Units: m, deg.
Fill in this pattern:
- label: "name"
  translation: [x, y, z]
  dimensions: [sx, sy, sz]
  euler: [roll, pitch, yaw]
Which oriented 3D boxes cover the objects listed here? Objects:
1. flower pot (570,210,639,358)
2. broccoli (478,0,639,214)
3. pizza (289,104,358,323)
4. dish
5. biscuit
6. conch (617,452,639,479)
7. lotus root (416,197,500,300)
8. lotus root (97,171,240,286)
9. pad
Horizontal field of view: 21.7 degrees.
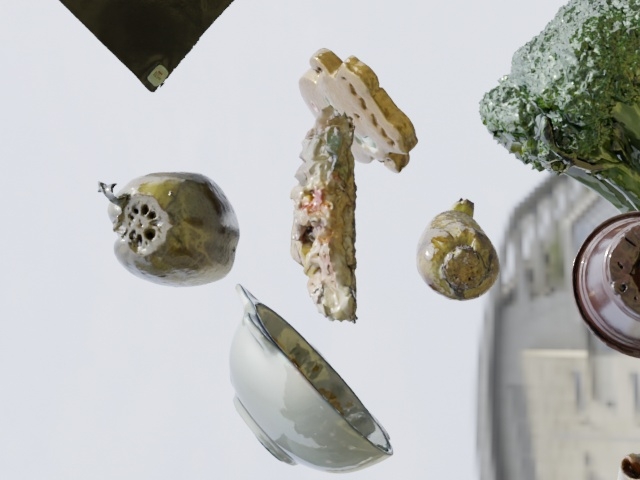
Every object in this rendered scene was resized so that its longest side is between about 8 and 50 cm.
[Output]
- label: "flower pot"
  translation: [0.237, 0.026, 1.190]
  dimensions: [0.089, 0.111, 0.111]
  euler: [77, -163, -81]
- label: "broccoli"
  translation: [0.326, -0.125, 1.657]
  dimensions: [0.283, 0.304, 0.321]
  euler: [68, -167, 5]
- label: "pizza"
  translation: [0.000, 0.000, 1.396]
  dimensions: [0.195, 0.052, 0.185]
  euler: [-100, 15, -48]
- label: "dish"
  translation: [-0.030, 0.158, 1.656]
  dimensions: [0.236, 0.086, 0.228]
  euler: [46, -175, -20]
- label: "biscuit"
  translation: [0.038, -0.159, 2.091]
  dimensions: [0.035, 0.249, 0.184]
  euler: [-40, -77, -14]
- label: "conch"
  translation: [0.304, 0.234, 1.434]
  dimensions: [0.094, 0.104, 0.176]
  euler: [-22, -50, -13]
- label: "lotus root"
  translation: [0.177, 0.009, 2.162]
  dimensions: [0.094, 0.108, 0.191]
  euler: [-61, 10, 22]
- label: "lotus root"
  translation: [-0.152, -0.011, 1.799]
  dimensions: [0.241, 0.123, 0.124]
  euler: [9, -101, -76]
- label: "pad"
  translation: [-0.159, -0.220, 1.353]
  dimensions: [0.116, 0.004, 0.193]
  euler: [-50, -54, -8]
